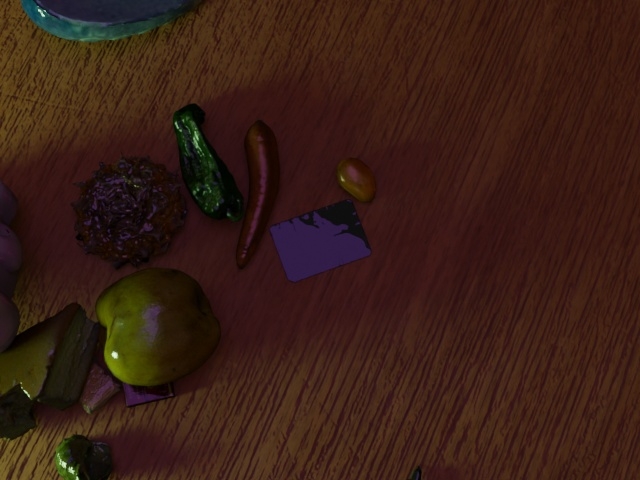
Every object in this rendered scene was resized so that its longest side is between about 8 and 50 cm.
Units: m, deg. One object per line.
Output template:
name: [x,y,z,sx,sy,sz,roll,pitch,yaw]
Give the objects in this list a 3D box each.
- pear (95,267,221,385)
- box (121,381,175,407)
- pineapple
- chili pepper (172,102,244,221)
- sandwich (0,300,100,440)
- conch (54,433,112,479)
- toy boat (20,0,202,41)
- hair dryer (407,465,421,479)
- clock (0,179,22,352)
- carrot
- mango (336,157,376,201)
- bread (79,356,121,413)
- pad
pear: [-0.264,0.138,1.513,0.200,0.200,0.200,0,75,-1]
box: [-0.289,0.246,1.567,0.082,0.023,0.051,-13,77,-4]
pineapple: [-0.337,-0.058,1.618,0.225,0.076,0.225,-1,72,3]
chili pepper: [-0.201,-0.131,1.637,0.100,0.074,0.257,-35,71,24]
sandwich: [-0.456,0.213,1.502,0.236,0.122,0.128,-33,64,1]
conch: [-0.378,0.358,1.510,0.089,0.074,0.121,-22,37,-22]
toy boat: [-0.385,-0.465,1.727,0.330,0.123,0.215,-23,84,-18]
hair dryer: [0.179,0.537,1.472,0.304,0.120,0.359,8,66,-7]
clock: [-0.630,0.052,1.527,0.295,0.113,0.322,-10,58,9]
carrot: [-0.107,-0.083,1.643,0.066,0.062,0.271,8,77,-33]
mango: [0.065,-0.106,1.657,0.060,0.046,0.089,-33,91,-7]
bread: [-0.383,0.241,1.562,0.083,0.035,0.070,42,78,16]
pad: [0.000,0.000,1.648,0.157,0.003,0.112,-19,76,-6]
